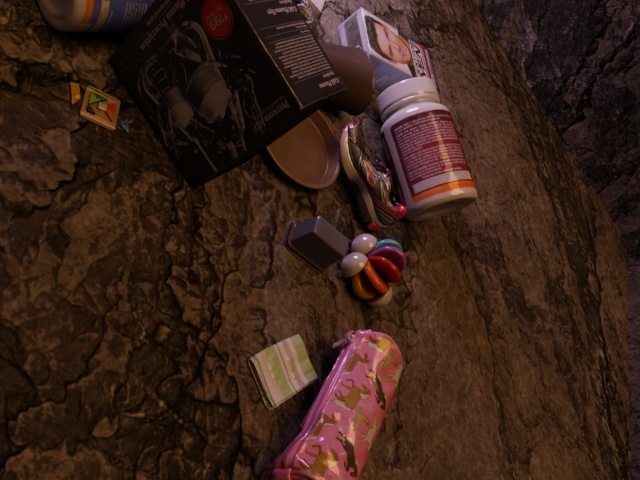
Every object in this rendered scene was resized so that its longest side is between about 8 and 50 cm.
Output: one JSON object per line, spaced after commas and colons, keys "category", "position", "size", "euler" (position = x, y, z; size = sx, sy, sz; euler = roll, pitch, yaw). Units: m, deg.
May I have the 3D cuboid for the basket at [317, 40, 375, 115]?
{"category": "basket", "position": [0.017, -0.462, 1.470], "size": [0.226, 0.154, 0.205], "euler": [1, 72, -42]}

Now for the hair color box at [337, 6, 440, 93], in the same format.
{"category": "hair color box", "position": [0.237, -0.603, 1.791], "size": [0.374, 0.113, 0.186], "euler": [9, 64, -43]}

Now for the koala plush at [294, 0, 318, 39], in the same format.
{"category": "koala plush", "position": [-0.131, -0.482, 1.267], "size": [0.203, 0.196, 0.221], "euler": [34, 55, -1]}

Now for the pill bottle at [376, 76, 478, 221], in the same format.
{"category": "pill bottle", "position": [0.313, -0.274, 1.621], "size": [0.224, 0.224, 0.392], "euler": [-3, 73, -47]}

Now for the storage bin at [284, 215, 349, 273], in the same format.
{"category": "storage bin", "position": [0.000, 0.000, 1.259], "size": [0.135, 0.091, 0.098], "euler": [40, 46, -26]}

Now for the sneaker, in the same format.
{"category": "sneaker", "position": [0.140, -0.181, 1.456], "size": [0.121, 0.112, 0.299], "euler": [-31, 100, -63]}

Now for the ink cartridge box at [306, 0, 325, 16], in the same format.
{"category": "ink cartridge box", "position": [-0.054, -0.684, 1.509], "size": [0.082, 0.139, 0.191], "euler": [36, 49, -31]}

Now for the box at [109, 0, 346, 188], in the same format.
{"category": "box", "position": [-0.185, -0.326, 1.038], "size": [0.313, 0.343, 0.179], "euler": [57, 40, -7]}

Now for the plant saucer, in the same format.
{"category": "plant saucer", "position": [-0.057, -0.254, 1.366], "size": [0.277, 0.041, 0.278], "euler": [23, 54, -37]}

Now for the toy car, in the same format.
{"category": "toy car", "position": [0.152, 0.066, 1.348], "size": [0.159, 0.136, 0.182], "euler": [48, 43, -17]}

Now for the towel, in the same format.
{"category": "towel", "position": [-0.073, 0.267, 1.101], "size": [0.152, 0.023, 0.113], "euler": [-18, 85, -49]}

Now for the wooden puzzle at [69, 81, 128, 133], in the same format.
{"category": "wooden puzzle", "position": [-0.417, -0.252, 1.011], "size": [0.116, 0.014, 0.079], "euler": [17, 60, -41]}

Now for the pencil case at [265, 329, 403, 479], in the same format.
{"category": "pencil case", "position": [0.041, 0.357, 1.074], "size": [0.167, 0.160, 0.386], "euler": [29, 46, 5]}

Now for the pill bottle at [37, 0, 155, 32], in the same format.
{"category": "pill bottle", "position": [-0.395, -0.489, 1.048], "size": [0.272, 0.152, 0.152], "euler": [-24, 89, -50]}
